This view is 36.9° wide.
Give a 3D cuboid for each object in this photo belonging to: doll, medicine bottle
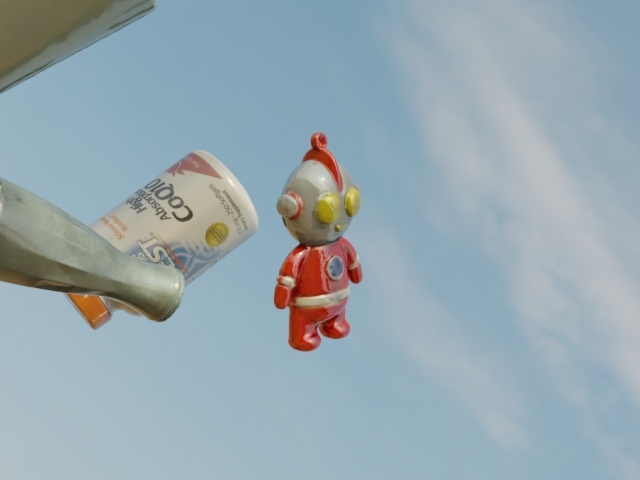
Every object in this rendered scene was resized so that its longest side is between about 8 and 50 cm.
[{"bbox_3d":[0.000,0.000,1.080,0.076,0.142,0.245,15,-71,38],"label":"doll"},{"bbox_3d":[-0.244,0.006,1.404,0.157,0.289,0.157,46,-18,19],"label":"medicine bottle"}]

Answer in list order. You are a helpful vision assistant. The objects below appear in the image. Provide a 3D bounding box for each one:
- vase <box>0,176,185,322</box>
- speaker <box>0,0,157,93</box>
[{"bbox_3d":[-0.222,0.018,0.870,0.086,0.086,0.214,-4,-22,46],"label":"vase"},{"bbox_3d":[-0.301,-0.277,0.675,0.406,0.184,0.183,52,-8,25],"label":"speaker"}]
